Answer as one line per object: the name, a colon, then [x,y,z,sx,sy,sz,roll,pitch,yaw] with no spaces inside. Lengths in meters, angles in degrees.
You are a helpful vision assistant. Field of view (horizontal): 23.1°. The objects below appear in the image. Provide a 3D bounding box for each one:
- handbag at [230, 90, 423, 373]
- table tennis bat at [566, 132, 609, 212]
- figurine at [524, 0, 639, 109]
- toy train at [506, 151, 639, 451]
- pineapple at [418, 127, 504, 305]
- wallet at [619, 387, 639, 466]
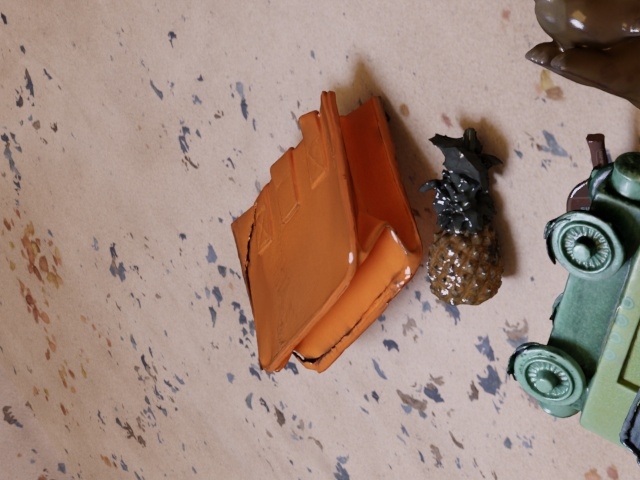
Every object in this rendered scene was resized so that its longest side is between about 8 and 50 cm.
handbag: [0.000,0.000,2.317,0.410,0.116,0.304,129,136,-53]
table tennis bat: [0.358,-0.089,1.935,0.107,0.119,0.170,-4,128,19]
figurine: [0.348,-0.237,1.703,0.247,0.177,0.173,24,95,2]
toy train: [0.381,0.084,1.851,0.253,0.160,0.397,26,132,18]
pineapple: [0.194,-0.036,2.112,0.119,0.111,0.237,1,108,21]
wallet: [0.488,0.252,1.700,0.342,0.075,0.237,45,135,32]
